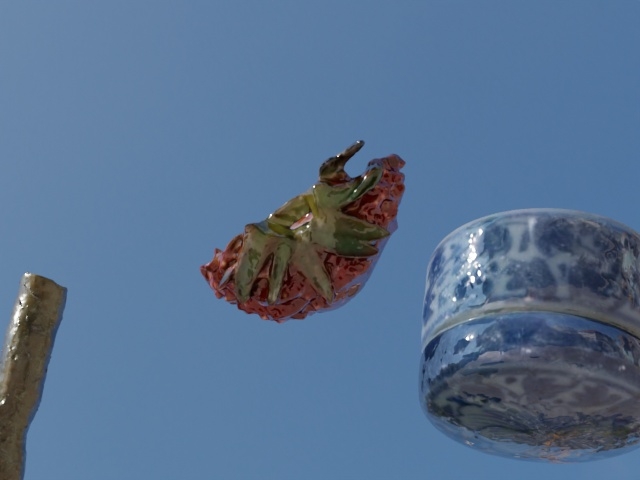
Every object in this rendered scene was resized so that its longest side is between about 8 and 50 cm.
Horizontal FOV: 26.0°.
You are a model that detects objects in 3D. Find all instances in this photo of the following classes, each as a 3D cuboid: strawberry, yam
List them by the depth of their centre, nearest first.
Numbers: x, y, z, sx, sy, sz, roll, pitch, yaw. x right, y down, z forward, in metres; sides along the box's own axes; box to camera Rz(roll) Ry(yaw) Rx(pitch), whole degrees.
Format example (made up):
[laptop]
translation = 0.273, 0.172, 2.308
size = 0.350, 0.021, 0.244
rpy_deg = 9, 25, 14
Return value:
[strawberry]
translation = 0.003, 0.005, 1.007
size = 0.167, 0.208, 0.087
rpy_deg = -35, -93, 5
[yam]
translation = -0.315, 0.153, 1.446
size = 0.061, 0.252, 0.061
rpy_deg = 9, -21, 4

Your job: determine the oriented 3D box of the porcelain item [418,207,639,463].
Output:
[porcelain item]
translation = 0.132, 0.063, 0.820
size = 0.147, 0.114, 0.147
rpy_deg = 4, -31, 3
